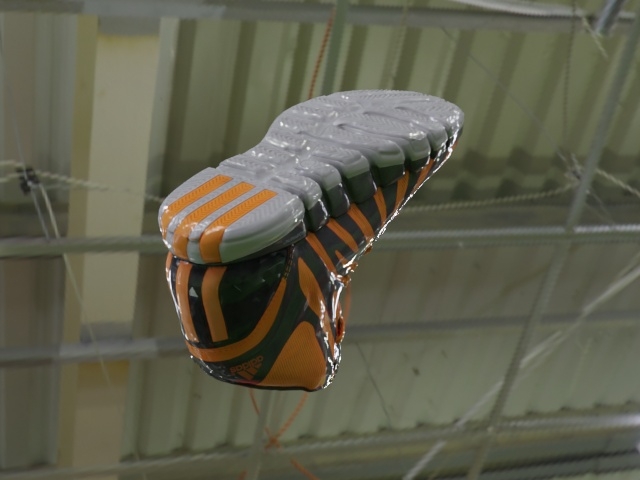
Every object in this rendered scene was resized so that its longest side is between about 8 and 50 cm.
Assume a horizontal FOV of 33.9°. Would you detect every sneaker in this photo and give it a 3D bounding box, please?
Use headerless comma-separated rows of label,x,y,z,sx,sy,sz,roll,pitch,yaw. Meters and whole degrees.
sneaker,0.000,0.000,0.835,0.321,0.125,0.180,-31,-49,-39
